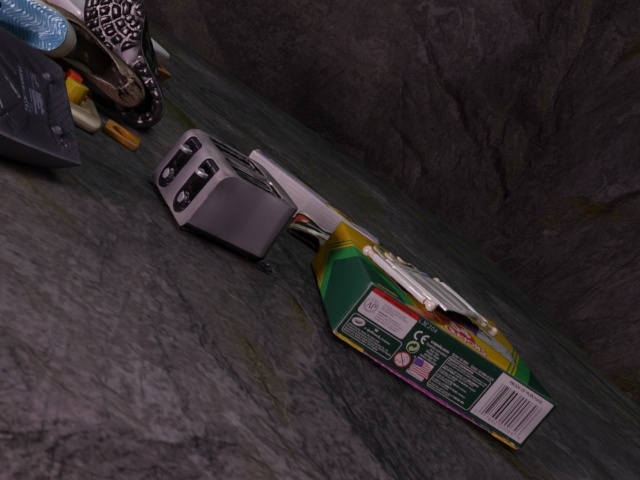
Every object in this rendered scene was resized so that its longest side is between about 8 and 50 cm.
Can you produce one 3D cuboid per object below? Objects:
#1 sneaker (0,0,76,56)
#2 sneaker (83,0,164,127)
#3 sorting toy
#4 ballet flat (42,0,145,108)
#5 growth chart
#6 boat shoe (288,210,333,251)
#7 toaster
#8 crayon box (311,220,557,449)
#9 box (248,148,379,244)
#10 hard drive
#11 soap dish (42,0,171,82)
[{"bbox_3d":[-0.484,-0.361,1.248,0.228,0.087,0.092,38,-1,1],"label":"sneaker"},{"bbox_3d":[-0.351,-0.345,1.454,0.124,0.107,0.283,-108,-172,-80],"label":"sneaker"},{"bbox_3d":[-0.426,-0.258,1.263,0.347,0.047,0.196,31,13,-30],"label":"sorting toy"},{"bbox_3d":[-0.400,-0.317,1.355,0.250,0.084,0.058,42,-10,-9],"label":"ballet flat"},{"bbox_3d":[0.173,0.076,1.263,0.237,0.021,0.172,23,17,-51],"label":"growth chart"},{"bbox_3d":[0.000,0.000,1.530,0.137,0.049,0.043,38,54,-9],"label":"boat shoe"},{"bbox_3d":[-0.138,-0.063,1.198,0.185,0.110,0.168,28,16,-39],"label":"toaster"},{"bbox_3d":[0.172,0.142,1.316,0.363,0.106,0.313,34,12,-16],"label":"crayon box"},{"bbox_3d":[-0.024,-0.068,1.663,0.324,0.067,0.063,36,11,0],"label":"box"},{"bbox_3d":[-0.386,-0.180,0.902,0.254,0.054,0.172,28,38,-59],"label":"hard drive"},{"bbox_3d":[-0.456,-0.402,1.559,0.229,0.118,0.291,43,12,24],"label":"soap dish"}]
